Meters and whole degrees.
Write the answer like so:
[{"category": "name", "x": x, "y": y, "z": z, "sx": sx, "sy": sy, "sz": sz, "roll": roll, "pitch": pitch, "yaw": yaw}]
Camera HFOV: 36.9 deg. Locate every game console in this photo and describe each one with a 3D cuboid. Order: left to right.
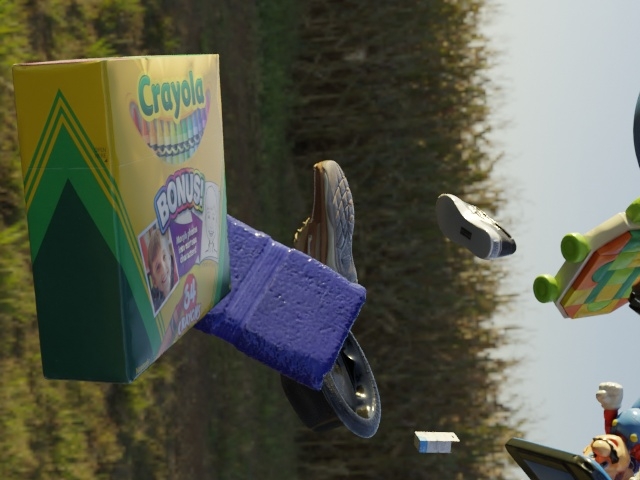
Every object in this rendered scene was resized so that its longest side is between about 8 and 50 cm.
[{"category": "game console", "x": 0.345, "y": 0.441, "z": 1.372, "sx": 0.250, "sy": 0.173, "sz": 0.293, "roll": 51, "pitch": -13, "yaw": -2}]

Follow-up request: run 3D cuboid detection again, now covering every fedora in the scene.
[{"category": "fedora", "x": 0.007, "y": 0.330, "z": 2.257, "sx": 0.334, "sy": 0.153, "sz": 0.334, "roll": 49, "pitch": 22, "yaw": -29}]

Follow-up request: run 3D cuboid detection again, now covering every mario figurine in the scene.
[{"category": "mario figurine", "x": 0.648, "y": 0.407, "z": 2.019, "sx": 0.170, "sy": 0.320, "sz": 0.198, "roll": 46, "pitch": -7, "yaw": -7}]

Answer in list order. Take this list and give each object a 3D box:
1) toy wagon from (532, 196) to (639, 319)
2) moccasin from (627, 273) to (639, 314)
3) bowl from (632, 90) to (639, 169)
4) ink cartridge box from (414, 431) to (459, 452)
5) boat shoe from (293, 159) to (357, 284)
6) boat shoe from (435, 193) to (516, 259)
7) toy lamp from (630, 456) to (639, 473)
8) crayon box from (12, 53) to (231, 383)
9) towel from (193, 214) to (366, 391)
[{"category": "toy wagon", "x": 0.571, "y": 0.021, "z": 1.832, "sx": 0.068, "sy": 0.267, "sz": 0.344, "roll": 64, "pitch": -34, "yaw": 35}, {"category": "moccasin", "x": 0.594, "y": 0.072, "z": 1.609, "sx": 0.147, "sy": 0.139, "sz": 0.380, "roll": -56, "pitch": 153, "yaw": 1}, {"category": "bowl", "x": 0.623, "y": -0.160, "z": 1.285, "sx": 0.077, "sy": 0.391, "sz": 0.391, "roll": 25, "pitch": 61, "yaw": -68}, {"category": "ink cartridge box", "x": 0.240, "y": 0.417, "z": 1.979, "sx": 0.048, "sy": 0.083, "sz": 0.028, "roll": -126, "pitch": -141, "yaw": -78}, {"category": "boat shoe", "x": 0.000, "y": 0.000, "z": 1.953, "sx": 0.123, "sy": 0.116, "sz": 0.324, "roll": -7, "pitch": 95, "yaw": -67}, {"category": "boat shoe", "x": 0.304, "y": -0.028, "z": 1.865, "sx": 0.228, "sy": 0.076, "sz": 0.080, "roll": -137, "pitch": -128, "yaw": -59}, {"category": "toy lamp", "x": 0.652, "y": 0.526, "z": 2.221, "sx": 0.080, "sy": 0.275, "sz": 0.080, "roll": 27, "pitch": -59, "yaw": 59}, {"category": "crayon box", "x": -0.201, "y": -0.049, "z": 1.082, "sx": 0.363, "sy": 0.106, "sz": 0.313, "roll": -49, "pitch": 139, "yaw": -74}, {"category": "towel", "x": -0.096, "y": 0.101, "z": 1.600, "sx": 0.227, "sy": 0.308, "sz": 0.076, "roll": -60, "pitch": 175, "yaw": -39}]
